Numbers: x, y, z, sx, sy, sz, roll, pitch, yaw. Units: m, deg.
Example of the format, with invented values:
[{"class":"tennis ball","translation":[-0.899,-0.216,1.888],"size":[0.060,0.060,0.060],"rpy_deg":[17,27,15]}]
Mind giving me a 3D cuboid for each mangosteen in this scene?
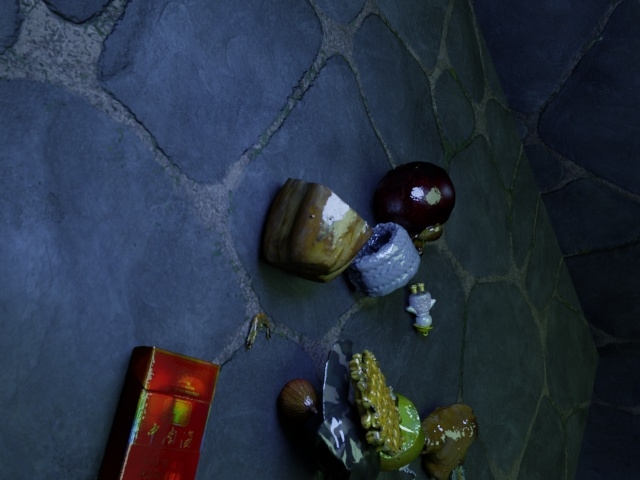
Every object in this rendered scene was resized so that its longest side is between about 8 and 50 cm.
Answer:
[{"class":"mangosteen","translation":[0.337,-0.132,2.024],"size":[0.297,0.297,0.293],"rpy_deg":[-8,51,-50]}]

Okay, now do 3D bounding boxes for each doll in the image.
[{"class":"doll","translation":[0.381,0.260,2.193],"size":[0.129,0.081,0.207],"rpy_deg":[-13,98,-21]}]

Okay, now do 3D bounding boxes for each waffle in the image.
[{"class":"waffle","translation":[0.157,0.447,1.595],"size":[0.329,0.062,0.329],"rpy_deg":[-22,90,-77]}]

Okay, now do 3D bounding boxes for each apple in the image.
[{"class":"apple","translation":[0.207,0.585,1.808],"size":[0.246,0.226,0.246],"rpy_deg":[-9,90,-78]}]

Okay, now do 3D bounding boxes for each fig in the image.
[{"class":"fig","translation":[-0.045,0.437,1.614],"size":[0.119,0.153,0.119],"rpy_deg":[18,57,-29]}]

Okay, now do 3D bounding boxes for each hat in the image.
[{"class":"hat","translation":[0.087,0.493,1.629],"size":[0.382,0.257,0.366],"rpy_deg":[-61,169,-24]}]

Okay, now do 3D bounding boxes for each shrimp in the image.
[{"class":"shrimp","translation":[-0.165,0.257,1.593],"size":[0.083,0.023,0.114],"rpy_deg":[47,48,-39]}]

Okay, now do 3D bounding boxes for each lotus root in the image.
[{"class":"lotus root","translation":[0.000,0.000,1.631],"size":[0.316,0.316,0.250],"rpy_deg":[40,72,-40]}]

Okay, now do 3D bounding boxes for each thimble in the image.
[{"class":"thimble","translation":[0.198,0.062,1.911],"size":[0.245,0.217,0.157],"rpy_deg":[-41,114,-24]}]

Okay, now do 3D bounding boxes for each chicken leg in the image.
[{"class":"chicken leg","translation":[0.423,0.763,2.136],"size":[0.409,0.182,0.295],"rpy_deg":[0,101,-42]}]

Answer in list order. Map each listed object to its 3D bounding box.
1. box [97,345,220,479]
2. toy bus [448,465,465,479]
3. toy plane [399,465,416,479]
[{"class":"box","translation":[-0.354,0.411,1.299],"size":[0.197,0.089,0.313],"rpy_deg":[29,63,-43]},{"class":"toy bus","translation":[0.536,0.960,2.300],"size":[0.075,0.064,0.191],"rpy_deg":[-20,100,-37]},{"class":"toy plane","translation":[0.348,0.892,2.030],"size":[0.182,0.107,0.273],"rpy_deg":[-9,105,-38]}]
